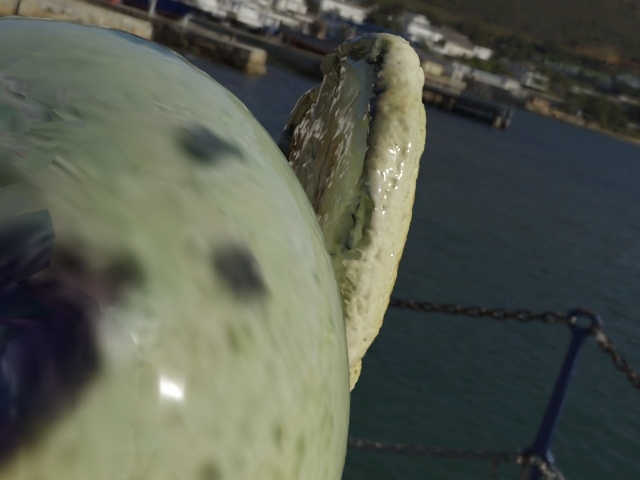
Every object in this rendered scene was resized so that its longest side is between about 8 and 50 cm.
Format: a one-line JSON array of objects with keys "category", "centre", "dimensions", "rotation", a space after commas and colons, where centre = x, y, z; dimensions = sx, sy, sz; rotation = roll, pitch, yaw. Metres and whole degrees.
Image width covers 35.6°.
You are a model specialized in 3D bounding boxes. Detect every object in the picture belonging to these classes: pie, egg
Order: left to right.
[{"category": "egg", "centre": [-0.154, 0.063, 0.494], "dimensions": [0.345, 0.345, 0.428], "rotation": [17, 46, 0]}, {"category": "pie", "centre": [0.000, 0.000, 0.761], "dimensions": [0.075, 0.337, 0.337], "rotation": [15, 11, -16]}]
